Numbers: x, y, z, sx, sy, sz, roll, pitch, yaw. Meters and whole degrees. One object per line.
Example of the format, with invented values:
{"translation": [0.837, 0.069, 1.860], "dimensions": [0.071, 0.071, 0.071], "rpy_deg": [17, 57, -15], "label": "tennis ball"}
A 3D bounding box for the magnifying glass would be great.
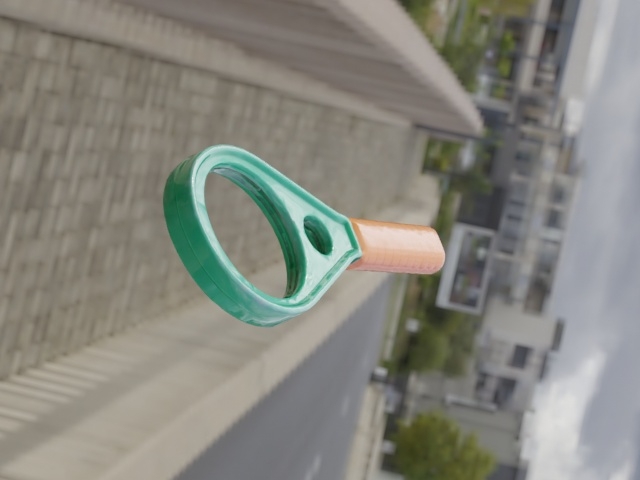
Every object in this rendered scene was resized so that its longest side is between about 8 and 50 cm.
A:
{"translation": [0.000, 0.000, 0.832], "dimensions": [0.231, 0.026, 0.092], "rpy_deg": [7, 58, -59], "label": "magnifying glass"}
